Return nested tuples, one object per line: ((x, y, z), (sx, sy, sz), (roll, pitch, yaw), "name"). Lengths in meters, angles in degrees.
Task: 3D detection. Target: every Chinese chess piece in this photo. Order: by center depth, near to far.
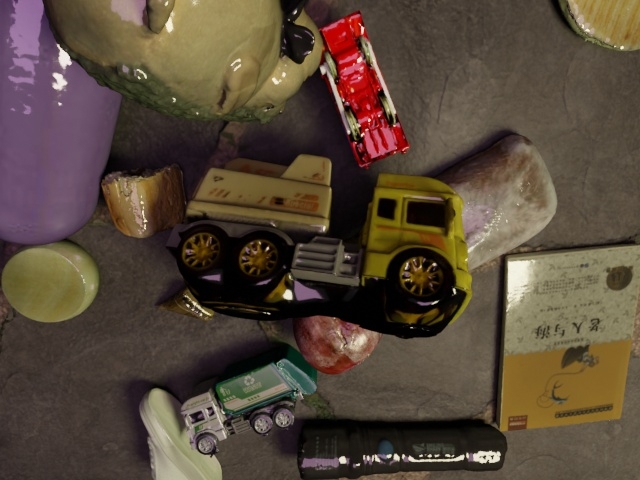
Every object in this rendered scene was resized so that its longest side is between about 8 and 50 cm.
((-0.453, 0.067, 0.696), (0.144, 0.058, 0.144), (-2, 106, -6), "Chinese chess piece")

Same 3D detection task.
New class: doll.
((-0.124, -0.245, 0.472), (0.247, 0.349, 0.247), (0, 89, 8), "doll")

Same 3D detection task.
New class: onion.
((0.012, 0.129, 0.707), (0.195, 0.159, 0.159), (46, 99, 6), "onion")

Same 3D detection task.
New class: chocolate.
((0.261, -0.036, 0.700), (0.303, 0.100, 0.185), (-32, 103, 2), "chocolate")

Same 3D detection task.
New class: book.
((0.488, 0.201, 0.817), (0.268, 0.032, 0.389), (-6, 106, -1), "book")

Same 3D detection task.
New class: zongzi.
((-0.241, 0.127, 0.742), (0.083, 0.040, 0.076), (-34, 113, 18), "zongzi")

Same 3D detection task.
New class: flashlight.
((0.164, 0.423, 0.828), (0.423, 0.103, 0.103), (1, 107, -4), "flashlight")

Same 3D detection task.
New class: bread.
((0.479, -0.424, 0.622), (0.267, 0.040, 0.267), (-1, 106, -4), "bread")
((-0.272, -0.063, 0.641), (0.082, 0.125, 0.106), (7, 108, 14), "bread")

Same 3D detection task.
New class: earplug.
((-0.370, -0.207, 0.551), (0.215, 0.215, 0.456), (17, 109, -9), "earplug")

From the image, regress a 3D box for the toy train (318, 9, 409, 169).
((0.058, -0.213, 0.618), (0.082, 0.131, 0.204), (-21, 96, 8), "toy train")

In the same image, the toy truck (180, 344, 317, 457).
((-0.127, 0.289, 0.762), (0.253, 0.114, 0.124), (-20, 94, 2), "toy truck")

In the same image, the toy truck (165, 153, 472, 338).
((0.000, 0.000, 0.595), (0.405, 0.181, 0.254), (7, 66, 9), "toy truck")

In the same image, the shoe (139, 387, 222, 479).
((-0.295, 0.409, 0.793), (0.110, 0.095, 0.265), (-25, 109, 4), "shoe")
